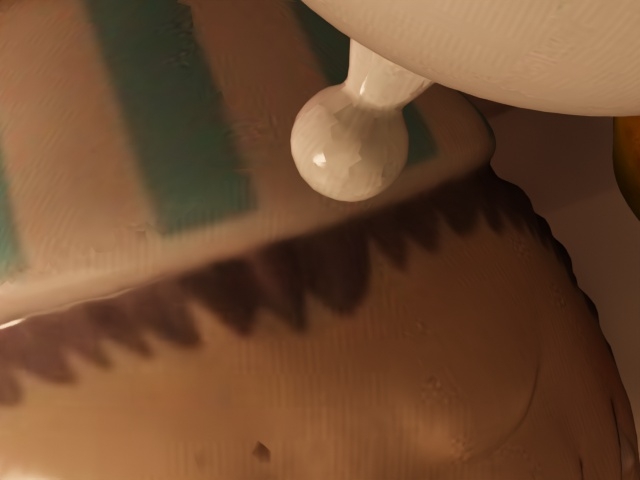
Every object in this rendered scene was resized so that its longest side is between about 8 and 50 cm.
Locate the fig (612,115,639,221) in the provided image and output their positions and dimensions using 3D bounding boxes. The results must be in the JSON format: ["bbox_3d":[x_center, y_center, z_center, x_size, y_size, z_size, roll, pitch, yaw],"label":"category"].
[{"bbox_3d":[0.151,-0.048,0.511,0.136,0.120,0.153,39,139,-12],"label":"fig"}]

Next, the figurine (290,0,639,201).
[{"bbox_3d":[0.076,-0.153,0.297,0.281,0.167,0.370,29,141,1],"label":"figurine"}]

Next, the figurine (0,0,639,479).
[{"bbox_3d":[0.000,0.000,0.597,0.266,0.361,0.377,7,105,13],"label":"figurine"}]
